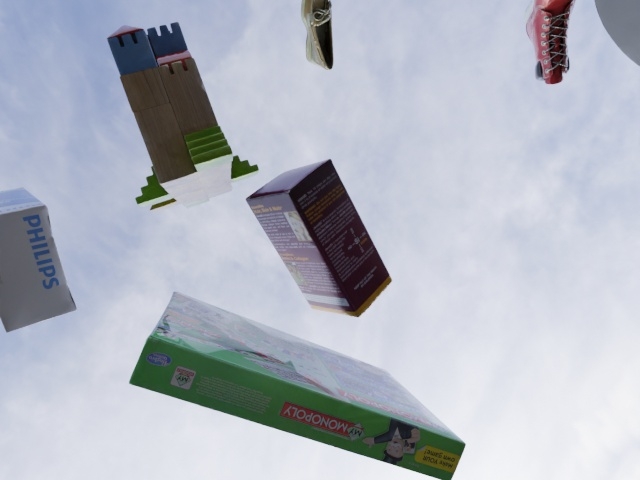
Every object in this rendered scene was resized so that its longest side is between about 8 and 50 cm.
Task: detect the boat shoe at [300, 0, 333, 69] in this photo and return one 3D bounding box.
[{"bbox_3d":[0.001,-0.368,0.757,0.048,0.153,0.056,38,-117,22],"label":"boat shoe"}]

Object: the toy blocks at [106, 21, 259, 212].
[{"bbox_3d":[-0.231,-0.204,0.694,0.190,0.381,0.261,-20,-87,-11],"label":"toy blocks"}]

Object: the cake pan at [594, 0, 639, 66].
[{"bbox_3d":[0.477,-0.315,0.564,0.054,0.293,0.293,-40,-75,6],"label":"cake pan"}]

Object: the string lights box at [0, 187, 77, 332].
[{"bbox_3d":[-0.401,0.010,0.581,0.076,0.259,0.133,-18,-70,-35],"label":"string lights box"}]

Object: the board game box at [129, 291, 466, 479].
[{"bbox_3d":[-0.030,0.150,0.492,0.317,0.213,0.046,23,-91,-13],"label":"board game box"}]

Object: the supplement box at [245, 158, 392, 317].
[{"bbox_3d":[0.000,0.000,0.577,0.081,0.104,0.188,-41,-67,-31],"label":"supplement box"}]

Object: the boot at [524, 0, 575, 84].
[{"bbox_3d":[0.446,-0.399,0.823,0.088,0.244,0.176,-7,-94,17],"label":"boot"}]
